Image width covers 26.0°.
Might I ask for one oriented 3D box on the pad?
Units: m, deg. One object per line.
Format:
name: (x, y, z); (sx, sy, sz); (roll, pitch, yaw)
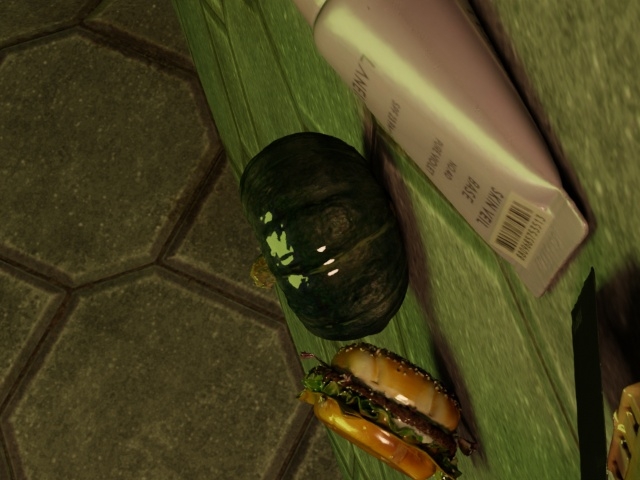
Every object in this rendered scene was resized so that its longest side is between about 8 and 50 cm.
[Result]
pad: (0.149, 0.082, 0.772); (0.157, 0.003, 0.112); (64, -156, -76)

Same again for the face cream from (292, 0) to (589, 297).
face cream: (0.073, -0.094, 0.859); (0.273, 0.096, 0.154); (57, 166, 14)

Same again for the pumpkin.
pumpkin: (0.001, -0.003, 1.333); (0.211, 0.152, 0.211); (-15, -90, -86)

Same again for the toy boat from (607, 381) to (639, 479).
toy boat: (0.174, 0.121, 0.681); (0.200, 0.057, 0.077); (81, 174, -56)

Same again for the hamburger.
hamburger: (0.069, 0.164, 1.333); (0.189, 0.093, 0.164); (39, 169, -28)
